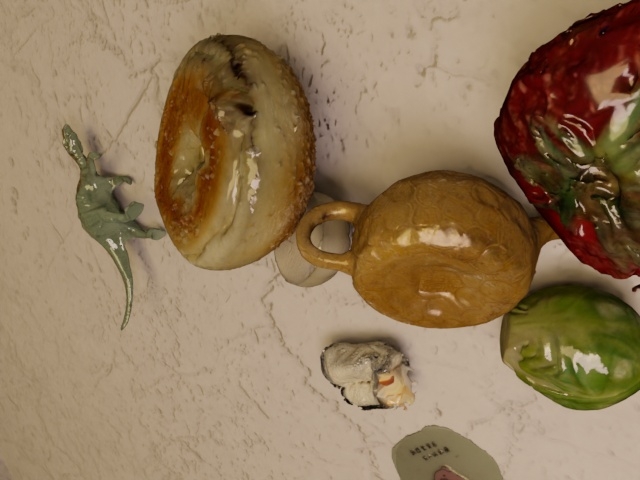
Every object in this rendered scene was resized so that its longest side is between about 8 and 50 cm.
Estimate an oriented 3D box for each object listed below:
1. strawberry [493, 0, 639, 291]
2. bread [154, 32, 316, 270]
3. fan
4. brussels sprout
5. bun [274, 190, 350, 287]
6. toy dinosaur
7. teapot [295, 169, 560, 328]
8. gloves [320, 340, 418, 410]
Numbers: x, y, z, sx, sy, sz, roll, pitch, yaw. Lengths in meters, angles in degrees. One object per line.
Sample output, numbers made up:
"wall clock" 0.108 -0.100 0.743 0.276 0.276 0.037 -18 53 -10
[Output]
"strawberry" 0.305 -0.082 0.382 0.274 0.220 0.274 47 166 16
"bread" -0.111 -0.108 0.606 0.306 0.159 0.305 0 90 53
"fan" 0.246 0.431 0.723 0.310 0.010 0.182 50 124 5
"brussels sprout" 0.286 0.120 0.517 0.155 0.117 0.155 8 115 17
"bun" 0.000 0.000 0.653 0.138 0.094 0.138 -11 76 55
"toy dinosaur" -0.387 -0.021 0.863 0.206 0.092 0.392 7 113 28
"teapot" 0.127 -0.008 0.536 0.312 0.167 0.203 4 141 10
"gloves" 0.070 0.208 0.703 0.153 0.070 0.114 -10 112 39
